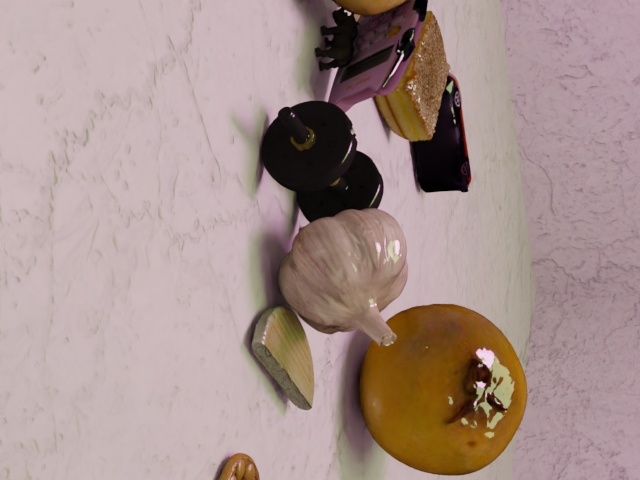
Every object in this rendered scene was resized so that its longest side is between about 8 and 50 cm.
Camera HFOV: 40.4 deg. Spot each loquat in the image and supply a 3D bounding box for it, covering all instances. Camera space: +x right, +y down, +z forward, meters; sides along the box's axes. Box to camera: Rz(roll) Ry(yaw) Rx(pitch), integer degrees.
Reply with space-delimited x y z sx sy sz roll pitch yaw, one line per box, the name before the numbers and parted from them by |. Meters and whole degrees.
loquat | 0.223 0.284 1.677 0.359 0.329 0.328 156 -60 -64

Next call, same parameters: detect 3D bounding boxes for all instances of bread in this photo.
bread | -0.054 0.160 1.303 0.193 0.036 0.112 60 29 -45
bread | -0.109 0.337 1.152 0.110 0.024 0.110 -2 90 -68
bread | 0.196 -0.358 1.891 0.184 0.111 0.234 58 41 -47

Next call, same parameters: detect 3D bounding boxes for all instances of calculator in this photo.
calculator | 0.108 -0.349 1.509 0.043 0.194 0.294 31 65 -27

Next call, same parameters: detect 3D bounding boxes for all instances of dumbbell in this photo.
dumbbell | 0.007 -0.109 1.330 0.325 0.143 0.143 51 42 -58

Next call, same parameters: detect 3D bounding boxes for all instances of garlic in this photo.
garlic | 0.051 0.078 1.297 0.212 0.219 0.218 61 4 33

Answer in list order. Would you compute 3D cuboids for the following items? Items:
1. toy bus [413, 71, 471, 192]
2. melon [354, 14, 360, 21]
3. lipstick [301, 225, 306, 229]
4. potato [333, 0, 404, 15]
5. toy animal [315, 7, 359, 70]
toy bus | 0.287 -0.264 2.112 0.147 0.128 0.302 -60 142 -62
melon | 0.108 -0.449 1.782 0.182 0.054 0.098 -26 97 -68
lipstick | 0.000 0.000 1.459 0.116 0.037 0.037 40 51 -58
potato | 0.035 -0.549 1.368 0.397 0.296 0.290 30 14 -28
toy animal | 0.034 -0.360 1.535 0.047 0.065 0.135 61 33 -52
